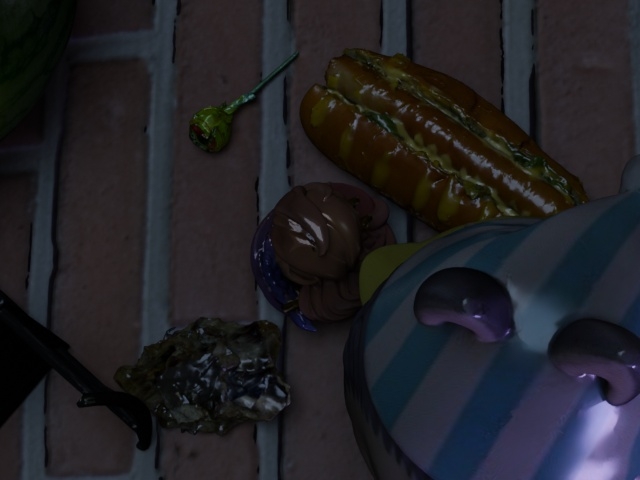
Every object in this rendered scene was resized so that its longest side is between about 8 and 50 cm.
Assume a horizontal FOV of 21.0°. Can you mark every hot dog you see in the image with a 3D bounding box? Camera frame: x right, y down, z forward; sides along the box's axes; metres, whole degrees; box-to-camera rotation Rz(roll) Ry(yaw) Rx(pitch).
[{"bbox_3d":[0.105,-0.069,1.412,0.269,0.072,0.115,31,74,18],"label":"hot dog"}]

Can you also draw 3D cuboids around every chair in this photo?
[{"bbox_3d":[-0.277,0.106,1.394,0.260,0.154,0.141,39,85,22],"label":"chair"}]

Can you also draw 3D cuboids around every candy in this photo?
[{"bbox_3d":[-0.063,-0.122,1.484,0.123,0.035,0.035,-41,59,-13],"label":"candy"}]

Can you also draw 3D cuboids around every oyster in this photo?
[{"bbox_3d":[-0.100,0.109,1.408,0.148,0.051,0.103,-17,64,17],"label":"oyster"}]

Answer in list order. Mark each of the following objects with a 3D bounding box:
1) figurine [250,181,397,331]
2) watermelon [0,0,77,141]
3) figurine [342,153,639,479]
[{"bbox_3d":[0.008,0.005,1.375,0.114,0.157,0.126,27,75,-4],"label":"figurine"},{"bbox_3d":[-0.367,-0.207,1.401,0.363,0.363,0.363,-3,73,10],"label":"watermelon"},{"bbox_3d":[0.201,0.082,1.165,0.361,0.378,0.266,-29,93,-3],"label":"figurine"}]
